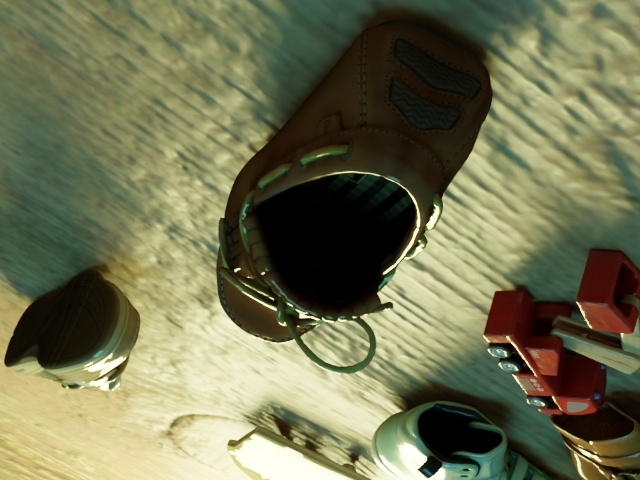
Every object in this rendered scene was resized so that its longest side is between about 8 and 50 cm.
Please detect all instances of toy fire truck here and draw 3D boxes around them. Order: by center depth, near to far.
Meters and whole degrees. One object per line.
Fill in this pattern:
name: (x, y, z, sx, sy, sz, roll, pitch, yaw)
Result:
toy fire truck: (0.206, 0.080, 0.949, 0.135, 0.047, 0.192, -1, 145, 35)

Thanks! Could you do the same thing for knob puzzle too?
knob puzzle: (-0.027, 0.285, 1.492, 0.213, 0.030, 0.213, 17, 151, 9)

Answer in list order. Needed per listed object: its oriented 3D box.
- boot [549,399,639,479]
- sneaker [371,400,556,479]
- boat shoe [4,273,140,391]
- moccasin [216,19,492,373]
boot: (0.308, 0.200, 1.058, 0.197, 0.073, 0.152, -4, 140, 38)
sneaker: (0.181, 0.245, 1.195, 0.256, 0.094, 0.151, 27, 158, -3)
boat shoe: (-0.246, 0.109, 1.273, 0.098, 0.109, 0.302, 29, 158, -23)
moccasin: (0.003, 0.002, 0.851, 0.139, 0.147, 0.380, 29, 151, -12)
